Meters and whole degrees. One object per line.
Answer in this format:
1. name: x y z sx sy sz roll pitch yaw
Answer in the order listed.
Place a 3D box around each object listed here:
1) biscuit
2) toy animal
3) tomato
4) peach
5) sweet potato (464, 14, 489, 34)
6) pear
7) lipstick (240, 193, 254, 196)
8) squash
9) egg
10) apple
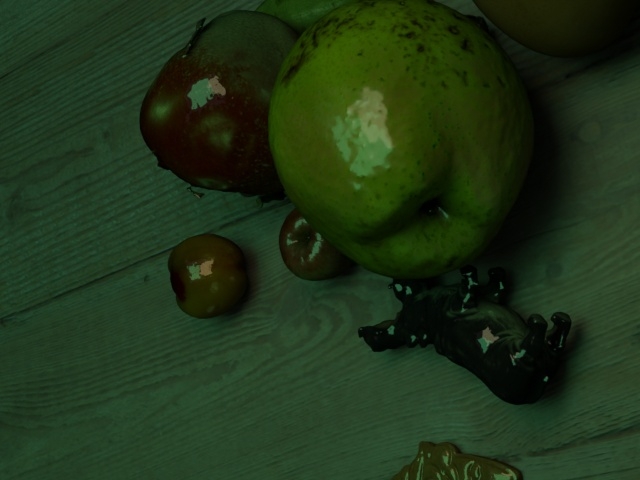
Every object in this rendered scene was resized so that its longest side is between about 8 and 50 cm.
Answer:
1. biscuit: 0.177 0.360 1.938 0.250 0.035 0.162 -23 73 34
2. toy animal: 0.199 0.112 1.912 0.343 0.106 0.168 18 102 47
3. tomato: -0.128 -0.217 2.109 0.303 0.303 0.239 55 140 32
4. peach: -0.182 0.056 2.234 0.138 0.138 0.138 -8 78 40
5. sweet potato: 0.126 -0.285 2.036 0.286 0.112 0.085 -2 123 30
6. pear: 0.113 -0.128 1.852 0.391 0.391 0.391 -8 78 40
7. lipstick: -0.161 -0.185 2.290 0.070 0.070 0.254 -48 55 24
8. squash: 0.005 -0.377 2.153 0.370 0.118 0.118 -7 78 42
9. egg: 0.301 -0.394 1.809 0.250 0.250 0.322 -30 71 34
10. apple: -0.002 0.002 2.102 0.126 0.102 0.126 -7 78 34
